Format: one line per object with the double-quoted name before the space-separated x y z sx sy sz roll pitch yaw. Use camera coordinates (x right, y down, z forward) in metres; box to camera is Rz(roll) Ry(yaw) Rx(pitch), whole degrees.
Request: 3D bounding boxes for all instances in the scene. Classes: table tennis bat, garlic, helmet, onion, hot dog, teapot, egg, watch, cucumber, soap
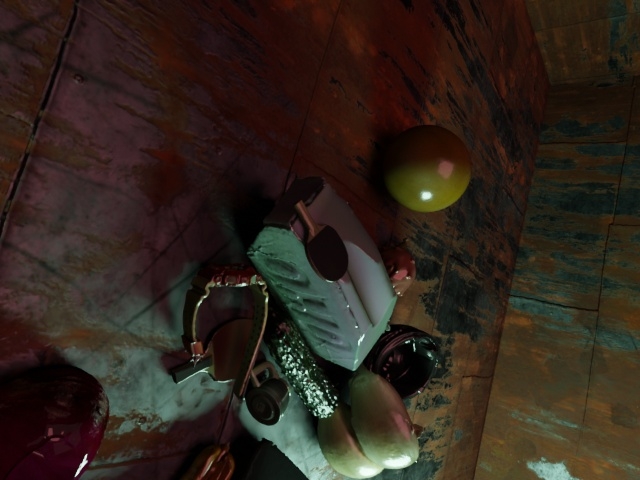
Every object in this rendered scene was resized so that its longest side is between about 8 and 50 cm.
"table tennis bat" 0.000 0.000 0.703 0.087 0.013 0.157 -42 108 -37
"garlic" 0.138 0.512 1.119 0.313 0.286 0.250 54 45 -36
"helmet" 0.225 0.362 1.273 0.278 0.160 0.231 19 94 -26
"onion" -0.400 0.250 0.542 0.195 0.139 0.218 -48 127 -25
"hot dog" -0.252 0.504 0.800 0.092 0.062 0.236 47 63 -15
"teapot" -0.110 0.342 0.930 0.090 0.092 0.124 -31 127 -62
"egg" 0.318 -0.210 1.216 0.322 0.250 0.250 -5 100 -60
"watch" -0.187 0.176 0.794 0.164 0.102 0.269 14 87 -40
"table tennis bat" -0.206 0.238 0.847 0.220 0.019 0.130 -16 107 -49
"cucumber" -0.052 0.294 0.978 0.096 0.096 0.360 -51 132 -32
"soap" 0.006 0.082 0.885 0.156 0.261 0.446 -47 130 -30

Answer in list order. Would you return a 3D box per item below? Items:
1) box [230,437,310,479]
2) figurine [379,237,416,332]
"box" -0.140 0.659 0.892 0.359 0.090 0.350 62 37 -34
"figurine" 0.182 0.115 1.197 0.387 0.166 0.207 -58 169 -28
